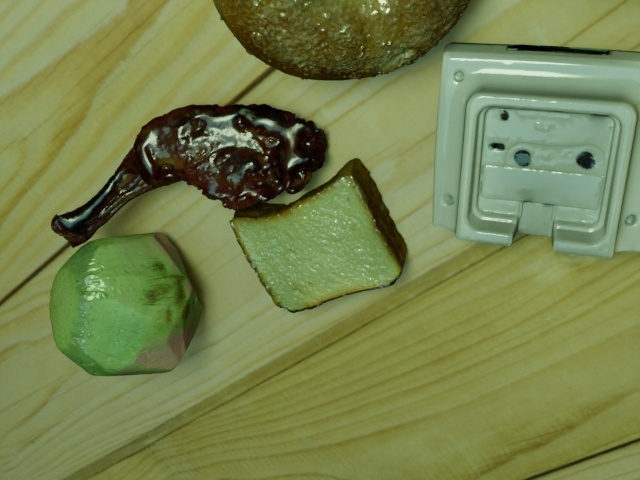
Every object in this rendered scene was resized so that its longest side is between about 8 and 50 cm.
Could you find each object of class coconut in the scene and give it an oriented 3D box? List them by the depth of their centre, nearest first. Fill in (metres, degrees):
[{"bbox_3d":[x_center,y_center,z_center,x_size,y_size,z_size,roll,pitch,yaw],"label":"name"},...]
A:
[{"bbox_3d":[-0.283,0.101,1.142,0.236,0.236,0.204,45,135,-7],"label":"coconut"}]

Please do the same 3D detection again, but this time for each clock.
[{"bbox_3d":[0.264,-0.105,0.884,0.262,0.116,0.231,7,118,15],"label":"clock"}]

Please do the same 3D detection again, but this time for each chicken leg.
[{"bbox_3d":[-0.189,-0.099,1.042,0.407,0.096,0.157,-16,87,9],"label":"chicken leg"}]

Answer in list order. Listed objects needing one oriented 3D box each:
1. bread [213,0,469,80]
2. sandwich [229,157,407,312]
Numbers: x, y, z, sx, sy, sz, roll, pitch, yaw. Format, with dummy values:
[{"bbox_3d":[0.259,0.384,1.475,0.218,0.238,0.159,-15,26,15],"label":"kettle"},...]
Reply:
[{"bbox_3d":[0.030,-0.296,0.792,0.306,0.158,0.305,-6,130,-7],"label":"bread"},{"bbox_3d":[0.000,0.000,1.066,0.215,0.065,0.186,-22,108,28],"label":"sandwich"}]
